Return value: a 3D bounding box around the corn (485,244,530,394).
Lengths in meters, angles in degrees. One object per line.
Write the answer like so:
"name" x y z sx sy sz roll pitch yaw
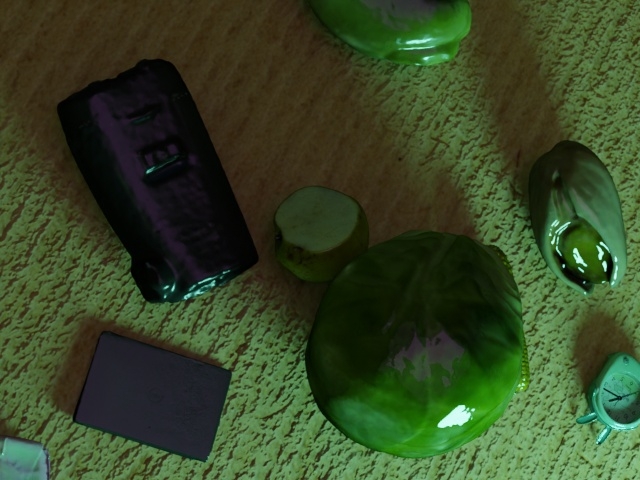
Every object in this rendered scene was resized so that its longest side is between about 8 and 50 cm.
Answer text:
"corn" 0.263 0.117 1.880 0.080 0.080 0.231 -2 80 -19

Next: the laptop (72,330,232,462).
"laptop" -0.228 0.213 1.736 0.197 0.016 0.135 21 72 -15

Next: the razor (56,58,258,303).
"razor" -0.221 -0.079 1.747 0.189 0.107 0.327 -24 88 -22

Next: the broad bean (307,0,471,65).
"broad bean" 0.104 -0.389 1.915 0.291 0.119 0.238 37 79 -5

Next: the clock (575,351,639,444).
"clock" 0.452 0.244 1.938 0.101 0.041 0.135 46 70 -5

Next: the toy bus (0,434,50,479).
"toy bus" -0.404 0.382 1.603 0.112 0.090 0.274 2 78 -24

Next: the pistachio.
"pistachio" 0.393 -0.035 1.928 0.153 0.137 0.238 -3 79 -54

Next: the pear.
"pear" 0.000 0.000 1.806 0.141 0.104 0.141 -1 50 1

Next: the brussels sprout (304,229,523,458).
"brussels sprout" 0.138 0.134 1.737 0.289 0.281 0.355 19 50 4
